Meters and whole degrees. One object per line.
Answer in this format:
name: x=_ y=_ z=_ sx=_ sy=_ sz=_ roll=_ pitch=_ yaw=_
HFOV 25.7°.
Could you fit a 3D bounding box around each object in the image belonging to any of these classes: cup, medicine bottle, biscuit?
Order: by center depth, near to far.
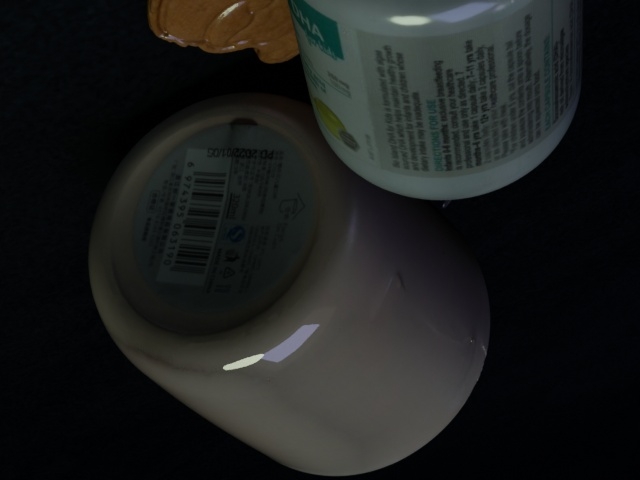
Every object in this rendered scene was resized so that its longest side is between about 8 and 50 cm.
medicine bottle: x=0.049 y=-0.126 z=0.627 sx=0.135 sy=0.135 sz=0.215 roll=-19 pitch=146 yaw=-2
biscuit: x=-0.031 y=-0.127 z=0.710 sx=0.130 sy=0.019 sz=0.102 roll=11 pitch=140 yaw=-47
cup: x=0.000 y=0.000 z=0.829 sx=0.253 sy=0.191 sz=0.200 roll=-52 pitch=149 yaw=-3
